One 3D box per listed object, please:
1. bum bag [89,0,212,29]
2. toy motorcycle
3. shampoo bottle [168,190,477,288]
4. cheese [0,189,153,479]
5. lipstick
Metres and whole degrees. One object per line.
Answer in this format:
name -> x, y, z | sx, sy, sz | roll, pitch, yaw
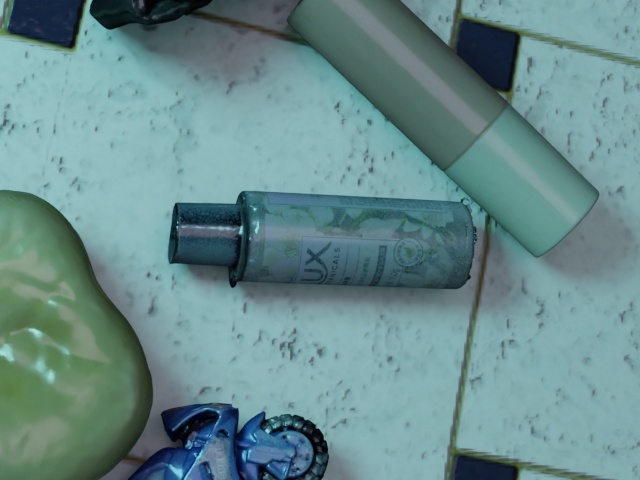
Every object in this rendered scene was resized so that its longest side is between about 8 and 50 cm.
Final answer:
bum bag -> -0.048, -0.209, 1.079 | 0.248, 0.123, 0.060 | -23, 108, -18
toy motorcycle -> -0.091, 0.181, 1.017 | 0.114, 0.076, 0.205 | 41, 75, 6
shampoo bottle -> 0.000, 0.000, 1.074 | 0.214, 0.072, 0.072 | 2, 79, -13
cheese -> -0.220, 0.071, 0.983 | 0.235, 0.117, 0.218 | 11, 75, -15
lipstick -> 0.090, -0.098, 1.111 | 0.254, 0.070, 0.070 | 43, 73, -2
